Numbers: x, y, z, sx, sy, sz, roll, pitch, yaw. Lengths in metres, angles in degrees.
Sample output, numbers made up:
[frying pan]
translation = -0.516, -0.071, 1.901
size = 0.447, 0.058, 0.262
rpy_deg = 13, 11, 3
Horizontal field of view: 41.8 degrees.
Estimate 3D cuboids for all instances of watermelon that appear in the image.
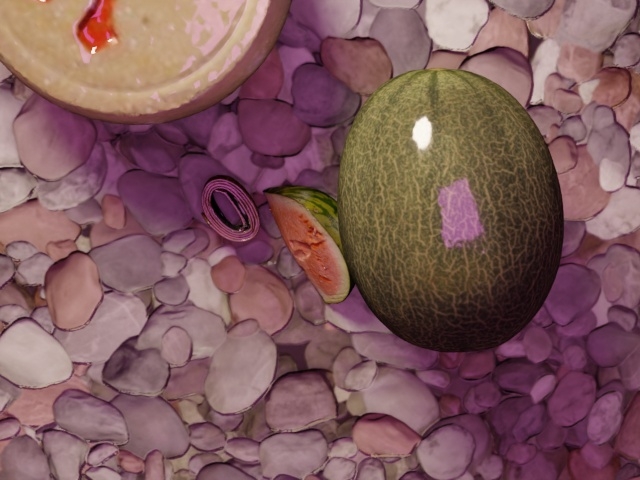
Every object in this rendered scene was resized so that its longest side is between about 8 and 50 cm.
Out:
[watermelon]
translation = 0.012, -0.007, 0.992
size = 0.069, 0.087, 0.163
rpy_deg = -40, 109, -35

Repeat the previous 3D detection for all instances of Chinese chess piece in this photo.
[Chinese chess piece]
translation = -0.190, -0.286, 0.841
size = 0.338, 0.140, 0.338
rpy_deg = 0, 108, 1

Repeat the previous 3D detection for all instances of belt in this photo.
[belt]
translation = -0.106, -0.035, 0.975
size = 0.059, 0.036, 0.083
rpy_deg = -35, 102, 3

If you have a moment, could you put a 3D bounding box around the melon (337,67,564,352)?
[melon]
translation = 0.137, -0.033, 0.898
size = 0.237, 0.237, 0.302
rpy_deg = -11, 103, -4
